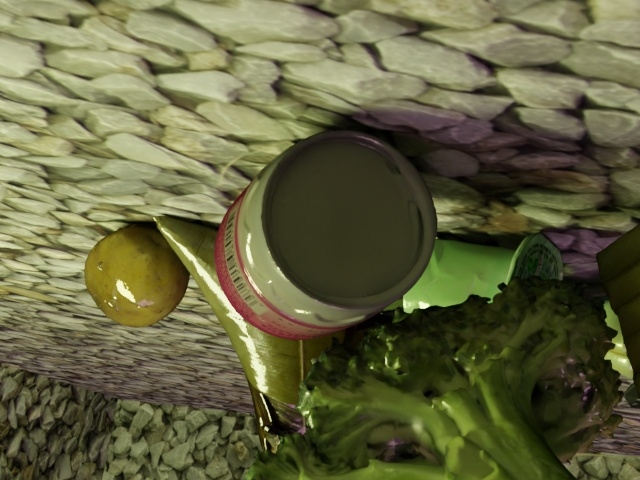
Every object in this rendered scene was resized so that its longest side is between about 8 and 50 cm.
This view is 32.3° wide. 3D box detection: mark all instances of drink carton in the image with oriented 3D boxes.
[{"bbox_3d":[0.182,0.058,1.263,0.142,0.144,0.146,10,168,35],"label":"drink carton"}]

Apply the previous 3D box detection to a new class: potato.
[{"bbox_3d":[-0.245,0.047,1.477,0.137,0.137,0.176,13,163,-15],"label":"potato"}]

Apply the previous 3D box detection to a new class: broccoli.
[{"bbox_3d":[0.178,0.186,1.000,0.397,0.353,0.275,-3,144,49],"label":"broccoli"}]

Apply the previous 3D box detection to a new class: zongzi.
[{"bbox_3d":[-0.097,0.137,1.432,0.317,0.289,0.154,15,-178,-10],"label":"zongzi"}]

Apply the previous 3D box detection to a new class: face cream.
[{"bbox_3d":[0.000,0.000,1.049,0.175,0.175,0.195,13,167,-14],"label":"face cream"}]

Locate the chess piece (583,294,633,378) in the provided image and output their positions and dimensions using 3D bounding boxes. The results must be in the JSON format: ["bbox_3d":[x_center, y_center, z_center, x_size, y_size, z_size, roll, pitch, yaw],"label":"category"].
[{"bbox_3d":[0.360,0.110,1.355,0.298,0.176,0.176,15,170,30],"label":"chess piece"}]

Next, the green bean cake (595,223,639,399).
[{"bbox_3d":[0.396,0.096,1.050,0.236,0.233,0.124,27,129,-28],"label":"green bean cake"}]

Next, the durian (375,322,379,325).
[{"bbox_3d":[0.019,0.142,1.677,0.351,0.158,0.169,24,129,-10],"label":"durian"}]

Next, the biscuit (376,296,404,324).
[{"bbox_3d":[0.142,0.107,1.629,0.099,0.038,0.322,20,162,-22],"label":"biscuit"}]

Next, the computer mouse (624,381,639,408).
[{"bbox_3d":[0.598,0.249,1.856,0.105,0.062,0.192,23,154,-39],"label":"computer mouse"}]
